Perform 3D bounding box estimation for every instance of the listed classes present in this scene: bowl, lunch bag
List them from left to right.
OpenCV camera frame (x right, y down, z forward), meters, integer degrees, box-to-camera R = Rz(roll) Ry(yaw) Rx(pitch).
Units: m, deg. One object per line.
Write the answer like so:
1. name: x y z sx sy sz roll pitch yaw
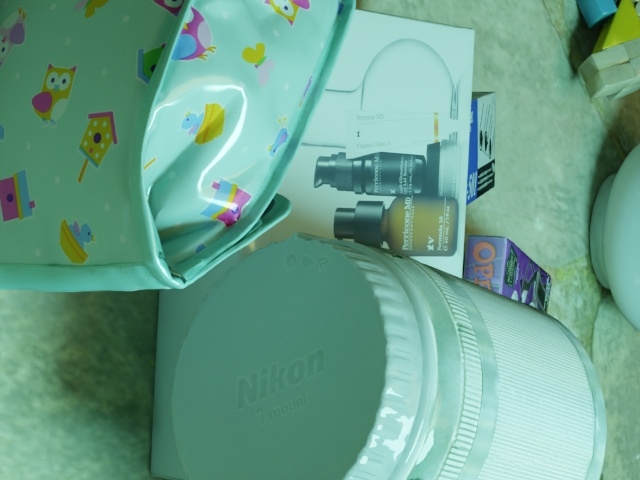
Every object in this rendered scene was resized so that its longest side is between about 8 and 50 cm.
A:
1. lunch bag: -0.126 -0.082 1.108 0.160 0.223 0.262 38 61 -44
2. bowl: 0.409 -0.008 2.062 0.298 0.134 0.298 -12 104 -57

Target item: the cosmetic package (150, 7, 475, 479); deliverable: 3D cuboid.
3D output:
1. cosmetic package: 0.000 0.000 1.409 0.284 0.097 0.377 1 93 -47

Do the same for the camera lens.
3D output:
1. camera lens: 0.057 0.127 1.247 0.274 0.219 0.219 21 75 -46

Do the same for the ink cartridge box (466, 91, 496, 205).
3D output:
1. ink cartridge box: 0.128 -0.087 1.629 0.207 0.046 0.097 -29 120 -73

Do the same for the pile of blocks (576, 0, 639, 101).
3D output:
1. pile of blocks: 0.365 -0.311 2.013 0.362 0.149 0.112 -60 -177 -22

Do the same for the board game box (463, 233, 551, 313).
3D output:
1. board game box: 0.175 0.184 1.743 0.208 0.056 0.347 26 68 -64
